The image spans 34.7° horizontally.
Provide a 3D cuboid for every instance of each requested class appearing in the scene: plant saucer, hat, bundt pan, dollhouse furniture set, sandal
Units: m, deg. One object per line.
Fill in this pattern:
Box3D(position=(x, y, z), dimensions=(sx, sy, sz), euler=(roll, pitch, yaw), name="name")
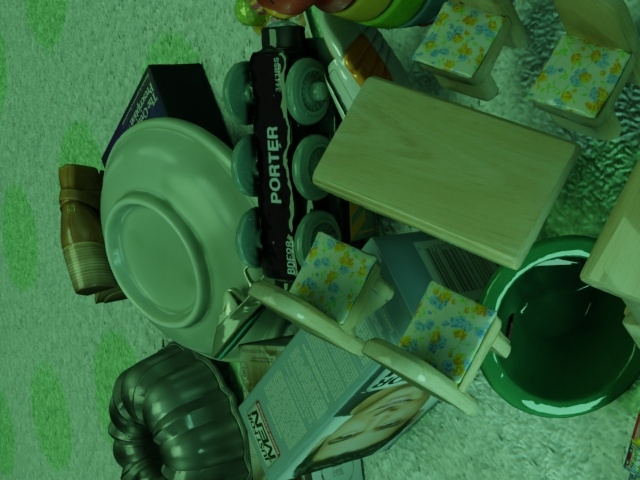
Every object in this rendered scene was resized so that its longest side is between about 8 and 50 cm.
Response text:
Box3D(position=(-0.220, 0.019, 1.546), dimensions=(0.400, 0.100, 0.401), euler=(22, 126, 33), name="plant saucer")
Box3D(position=(0.231, 0.049, 1.043), dimensions=(0.183, 0.172, 0.209), euler=(-91, 11, -75), name="hat")
Box3D(position=(-0.251, 0.339, 1.706), dimensions=(0.330, 0.124, 0.331), euler=(22, 118, 49), name="bundt pan")
Box3D(position=(0.156, -0.049, 0.825), dimensions=(0.394, 0.256, 0.362), euler=(25, 81, 33), name="dollhouse furniture set")
Box3D(position=(0.064, -0.140, 1.140), dimensions=(0.076, 0.102, 0.265), euler=(-34, 91, 36), name="sandal")

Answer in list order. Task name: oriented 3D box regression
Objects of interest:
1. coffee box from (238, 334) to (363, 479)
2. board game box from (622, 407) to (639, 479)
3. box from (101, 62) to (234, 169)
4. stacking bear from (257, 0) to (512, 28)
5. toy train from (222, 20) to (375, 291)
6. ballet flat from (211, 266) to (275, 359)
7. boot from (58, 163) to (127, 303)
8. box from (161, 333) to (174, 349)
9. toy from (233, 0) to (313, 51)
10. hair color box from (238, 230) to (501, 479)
Box3D(position=(-0.026, 0.259, 1.413), dimensions=(0.141, 0.098, 0.247), euler=(-7, 90, 56), name="coffee box")
Box3D(position=(0.354, 0.239, 0.886), dimensions=(0.194, 0.060, 0.194), euler=(34, 123, 49), name="board game box")
Box3D(position=(-0.255, -0.137, 1.681), dimensions=(0.261, 0.103, 0.184), euler=(-50, 58, 47), name="box")
Box3D(position=(0.041, -0.288, 1.047), dimensions=(0.175, 0.289, 0.164), euler=(39, 126, 46), name="stacking bear")
Box3D(position=(-0.009, -0.097, 1.245), dimensions=(0.142, 0.190, 0.334), euler=(4, 102, 39), name="toy train")
Box3D(position=(-0.094, 0.075, 1.425), dimensions=(0.068, 0.072, 0.213), euler=(46, 108, 3), name="ballet flat")
Box3D(position=(-0.384, -0.007, 1.799), dimensions=(0.109, 0.283, 0.220), euler=(-15, 79, 12), name="boot")
Box3D(position=(-0.241, 0.170, 1.776), dimensions=(0.094, 0.027, 0.137), euler=(36, 125, 48), name="box")
Box3D(position=(-0.081, -0.324, 1.429), dimensions=(0.137, 0.056, 0.237), euler=(-36, 66, 51), name="toy")
Box3D(position=(0.067, 0.135, 1.176), dimensions=(0.374, 0.185, 0.114), euler=(-54, 53, 46), name="hair color box")
